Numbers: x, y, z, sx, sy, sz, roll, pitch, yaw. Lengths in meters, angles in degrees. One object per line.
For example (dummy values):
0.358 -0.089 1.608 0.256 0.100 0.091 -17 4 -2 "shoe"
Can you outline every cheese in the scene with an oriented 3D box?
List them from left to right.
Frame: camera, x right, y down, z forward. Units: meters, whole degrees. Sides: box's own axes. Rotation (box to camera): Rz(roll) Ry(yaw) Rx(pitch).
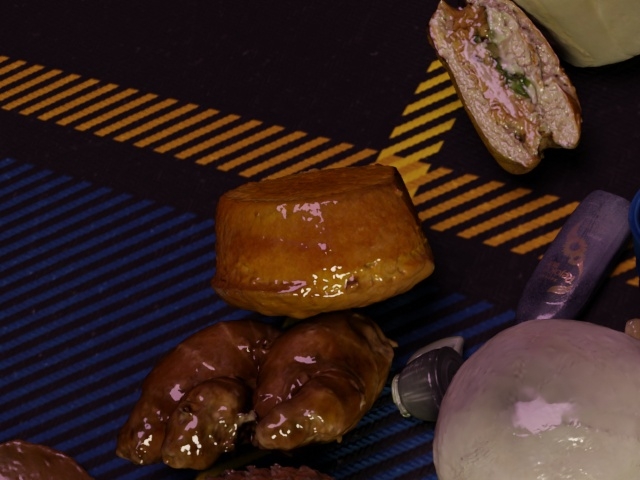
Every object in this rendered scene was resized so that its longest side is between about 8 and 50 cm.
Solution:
0.379 0.133 1.792 0.030 0.044 0.083 11 64 47 "cheese"

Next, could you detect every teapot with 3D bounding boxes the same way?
0.142 0.183 1.846 0.090 0.124 0.092 -17 93 30 "teapot"

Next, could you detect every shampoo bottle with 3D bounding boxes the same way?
0.322 0.041 1.874 0.087 0.049 0.234 24 69 36 "shampoo bottle"

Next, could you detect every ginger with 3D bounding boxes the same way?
-0.085 0.203 1.833 0.357 0.152 0.274 -9 27 14 "ginger"

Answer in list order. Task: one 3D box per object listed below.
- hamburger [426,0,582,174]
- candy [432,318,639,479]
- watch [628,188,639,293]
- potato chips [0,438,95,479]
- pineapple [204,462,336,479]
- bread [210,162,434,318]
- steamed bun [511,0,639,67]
0.257 -0.221 2.003 0.144 0.156 0.283 -30 75 9 "hamburger"
0.267 0.217 1.683 0.295 0.185 0.295 -12 60 21 "candy"
0.474 0.001 1.781 0.196 0.171 0.200 3 47 10 "watch"
-0.386 0.349 1.959 0.201 0.049 0.150 11 58 31 "potato chips"
-0.137 0.364 1.762 0.362 0.202 0.202 -2 57 30 "pineapple"
-0.002 -0.001 1.889 0.312 0.312 0.172 -5 98 19 "bread"
0.392 -0.383 1.971 0.273 0.290 0.272 -58 32 2 "steamed bun"
